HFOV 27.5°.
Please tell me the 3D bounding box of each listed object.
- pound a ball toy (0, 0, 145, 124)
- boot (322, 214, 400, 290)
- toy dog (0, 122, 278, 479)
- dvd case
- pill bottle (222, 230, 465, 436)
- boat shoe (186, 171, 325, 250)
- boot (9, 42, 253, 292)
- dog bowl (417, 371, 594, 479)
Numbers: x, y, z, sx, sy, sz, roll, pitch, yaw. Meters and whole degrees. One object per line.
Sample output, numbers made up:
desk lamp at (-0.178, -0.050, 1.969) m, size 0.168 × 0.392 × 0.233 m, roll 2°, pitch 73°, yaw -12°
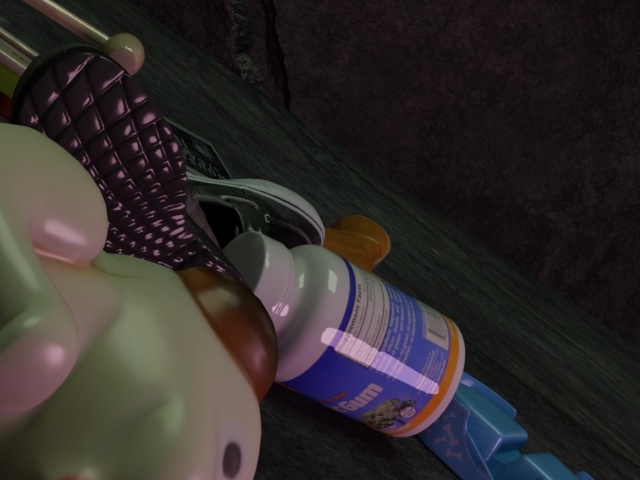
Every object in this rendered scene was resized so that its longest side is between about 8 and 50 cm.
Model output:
pound a ball toy at (-0.363, -0.212, 1.399) m, size 0.319 × 0.208 × 0.136 m, roll 34°, pitch 12°, yaw -5°
boot at (0.000, 0.001, 1.868) m, size 0.211 × 0.104 × 0.295 m, roll 31°, pitch 17°, yaw -26°
toy dog at (-0.223, 0.057, 0.707) m, size 0.408 × 0.284 × 0.395 m, roll 35°, pitch -7°, yaw -12°
dvd case at (-0.215, -0.134, 1.968) m, size 0.179 × 0.029 × 0.238 m, roll 29°, pitch 13°, yaw -30°
pill bottle at (0.011, 0.097, 1.397) m, size 0.272 × 0.152 × 0.152 m, roll 29°, pitch 14°, yaw -30°
boat shoe at (-0.126, -0.010, 1.575) m, size 0.335 × 0.121 × 0.119 m, roll 14°, pitch 31°, yaw -36°
boot at (-0.182, -0.066, 1.050) m, size 0.222 × 0.118 × 0.338 m, roll 54°, pitch -10°, yaw 39°
dog bowl at (0.224, 0.265, 1.545) m, size 0.297 × 0.074 × 0.166 m, roll 42°, pitch 13°, yaw 25°
